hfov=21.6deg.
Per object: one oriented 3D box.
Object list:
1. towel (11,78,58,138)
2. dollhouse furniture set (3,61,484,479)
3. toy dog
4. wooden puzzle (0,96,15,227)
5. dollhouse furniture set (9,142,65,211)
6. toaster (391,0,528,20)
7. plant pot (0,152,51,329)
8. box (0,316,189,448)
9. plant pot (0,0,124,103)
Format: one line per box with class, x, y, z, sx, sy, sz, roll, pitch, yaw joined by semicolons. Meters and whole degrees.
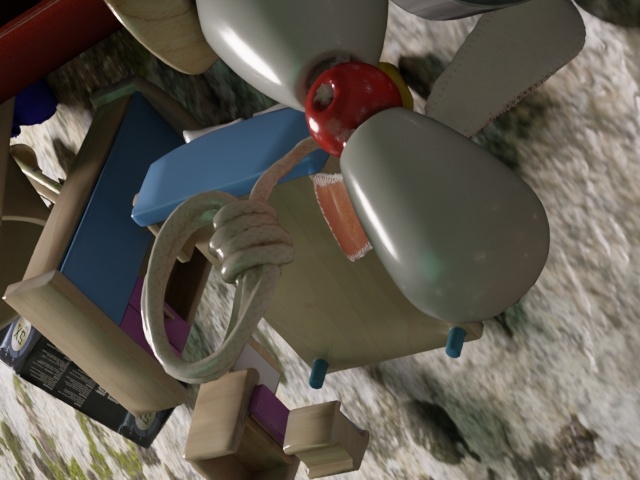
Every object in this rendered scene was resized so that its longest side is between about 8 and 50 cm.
towel;-0.377;-0.225;1.500;0.227;0.076;0.308;11;139;58
dollhouse furniture set;0.000;0.000;1.116;0.303;0.198;0.286;-17;130;35
toy dog;0.020;-0.083;0.843;0.220;0.161;0.334;-27;60;30
wooden puzzle;-0.350;-0.180;1.231;0.347;0.080;0.322;34;-146;-32
dollhouse furniture set;-0.216;0.009;1.559;0.182;0.101;0.161;31;175;33
toaster;0.094;-0.163;0.580;0.129;0.227;0.146;61;174;-5
plant pot;-0.382;-0.060;1.404;0.274;0.256;0.256;62;159;19
box;-0.239;0.107;1.596;0.180;0.078;0.147;38;173;-41
plant pot;-0.230;-0.219;1.082;0.267;0.267;0.236;54;169;8
